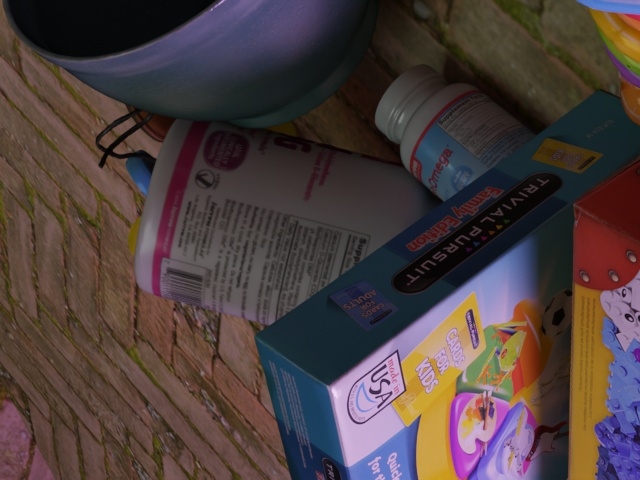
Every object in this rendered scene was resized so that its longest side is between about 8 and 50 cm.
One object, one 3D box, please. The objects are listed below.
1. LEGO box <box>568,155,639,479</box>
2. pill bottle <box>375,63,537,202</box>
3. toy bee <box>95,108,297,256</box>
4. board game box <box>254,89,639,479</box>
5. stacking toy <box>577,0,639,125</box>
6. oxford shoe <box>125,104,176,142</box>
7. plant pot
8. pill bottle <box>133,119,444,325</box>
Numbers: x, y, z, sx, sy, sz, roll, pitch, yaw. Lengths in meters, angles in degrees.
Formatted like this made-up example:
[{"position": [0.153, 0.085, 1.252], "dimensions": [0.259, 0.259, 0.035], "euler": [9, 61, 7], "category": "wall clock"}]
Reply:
[{"position": [0.355, 0.205, 0.963], "dimensions": [0.372, 0.193, 0.500], "euler": [33, 143, 39], "category": "LEGO box"}, {"position": [0.120, -0.068, 1.189], "dimensions": [0.160, 0.087, 0.087], "euler": [42, 151, 26], "category": "pill bottle"}, {"position": [-0.118, -0.038, 1.462], "dimensions": [0.195, 0.298, 0.162], "euler": [-39, 86, 30], "category": "toy bee"}, {"position": [0.124, 0.086, 1.078], "dimensions": [0.079, 0.336, 0.254], "euler": [31, 145, 40], "category": "board game box"}, {"position": [0.218, -0.143, 0.894], "dimensions": [0.165, 0.175, 0.302], "euler": [5, 158, 6], "category": "stacking toy"}, {"position": [-0.168, -0.178, 1.572], "dimensions": [0.076, 0.076, 0.212], "euler": [0, 143, 12], "category": "oxford shoe"}, {"position": [-0.074, -0.209, 1.182], "dimensions": [0.293, 0.293, 0.196], "euler": [28, 169, 42], "category": "plant pot"}, {"position": [0.000, 0.000, 1.267], "dimensions": [0.283, 0.160, 0.160], "euler": [15, 145, 3], "category": "pill bottle"}]
